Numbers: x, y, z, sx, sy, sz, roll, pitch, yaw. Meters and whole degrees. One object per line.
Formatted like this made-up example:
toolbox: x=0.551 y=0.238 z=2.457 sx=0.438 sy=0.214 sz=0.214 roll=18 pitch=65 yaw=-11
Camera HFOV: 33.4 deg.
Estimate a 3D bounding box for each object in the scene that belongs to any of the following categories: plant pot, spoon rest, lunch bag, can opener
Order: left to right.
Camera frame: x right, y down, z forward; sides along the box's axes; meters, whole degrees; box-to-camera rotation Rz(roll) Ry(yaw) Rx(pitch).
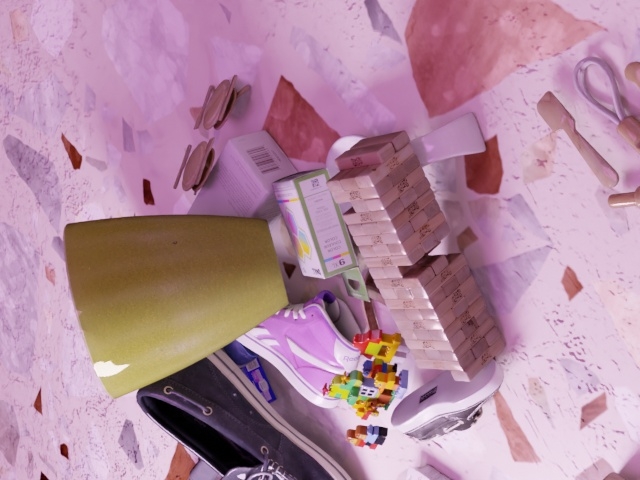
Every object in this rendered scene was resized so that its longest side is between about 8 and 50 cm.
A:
plant pot: x=-0.206 y=0.068 z=1.621 sx=0.275 sy=0.294 sz=0.274 roll=164 pitch=90 yaw=-87
can opener: x=-0.188 y=0.430 z=1.978 sx=0.095 sy=0.076 sz=0.283 roll=31 pitch=139 yaw=-4
lunch bag: x=-0.129 y=0.173 z=1.806 sx=0.065 sy=0.098 sz=0.067 roll=-41 pitch=85 yaw=35
spoon rest: x=0.098 y=-0.103 z=1.477 sx=0.276 sy=0.084 sz=0.137 roll=-23 pitch=86 yaw=47

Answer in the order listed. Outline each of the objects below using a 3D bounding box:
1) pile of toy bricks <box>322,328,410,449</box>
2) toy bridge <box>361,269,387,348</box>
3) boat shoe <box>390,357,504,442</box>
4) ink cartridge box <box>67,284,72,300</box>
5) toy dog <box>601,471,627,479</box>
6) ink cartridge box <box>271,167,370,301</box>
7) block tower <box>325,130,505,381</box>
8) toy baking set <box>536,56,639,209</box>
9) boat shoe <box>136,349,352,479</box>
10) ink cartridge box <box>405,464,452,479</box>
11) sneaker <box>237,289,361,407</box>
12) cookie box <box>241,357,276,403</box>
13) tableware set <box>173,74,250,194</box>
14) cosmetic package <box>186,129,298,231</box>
pile of toy bricks: x=0.056 y=0.222 z=1.571 sx=0.212 sy=0.105 sz=0.118 roll=109 pitch=171 yaw=-52
toy bridge: x=0.090 y=0.080 z=1.591 sx=0.063 sy=0.026 sz=0.188 roll=27 pitch=123 yaw=39
boat shoe: x=0.192 y=0.229 z=1.510 sx=0.070 sy=0.077 sz=0.219 roll=36 pitch=139 yaw=-16
ink cartridge box: x=-0.313 y=0.076 z=1.879 sx=0.154 sy=0.212 sz=0.093 roll=36 pitch=131 yaw=32
toy dog: x=0.352 y=0.467 z=1.352 sx=0.220 sy=0.161 sz=0.333 roll=18 pitch=116 yaw=42
ink cartridge box: x=0.000 y=0.000 z=1.592 sx=0.209 sy=0.062 sz=0.109 roll=71 pitch=164 yaw=-7
block tower: x=0.125 y=0.026 z=1.417 sx=0.097 sy=0.091 sz=0.335 roll=-5 pitch=118 yaw=53
toy baking set: x=0.372 y=-0.129 z=1.221 sx=0.256 sy=0.030 sz=0.196 roll=-13 pitch=91 yaw=48
boat shoe: x=-0.106 y=0.373 z=1.751 sx=0.500 sy=0.156 sz=0.187 roll=46 pitch=141 yaw=1
ink cartridge box: x=0.169 y=0.374 z=1.611 sx=0.083 sy=0.028 sz=0.048 roll=29 pitch=123 yaw=36
sneaker: x=-0.042 y=0.120 z=1.706 sx=0.282 sy=0.102 sz=0.161 roll=36 pitch=121 yaw=25
cookie box: x=-0.137 y=0.259 z=1.884 sx=0.107 sy=0.040 sz=0.092 roll=-30 pitch=83 yaw=48
tableware set: x=-0.173 y=-0.165 z=1.716 sx=0.128 sy=0.039 sz=0.194 roll=-1 pitch=69 yaw=65
cosmetic package: x=-0.132 y=-0.058 z=1.737 sx=0.117 sy=0.085 sz=0.231 roll=55 pitch=137 yaw=18
